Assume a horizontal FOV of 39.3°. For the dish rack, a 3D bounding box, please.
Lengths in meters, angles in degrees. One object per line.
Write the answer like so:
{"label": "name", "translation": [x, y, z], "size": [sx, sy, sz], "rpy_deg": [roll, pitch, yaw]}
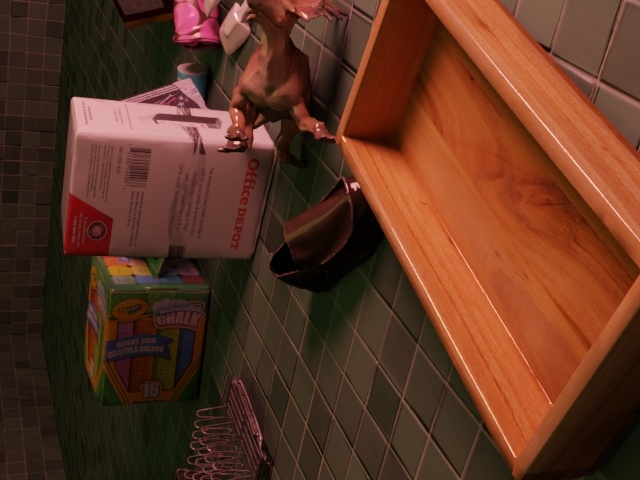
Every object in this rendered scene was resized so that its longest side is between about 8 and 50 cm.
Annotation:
{"label": "dish rack", "translation": [-0.149, 0.349, 1.346], "size": [0.208, 0.074, 0.271], "rpy_deg": [-123, 40, -51]}

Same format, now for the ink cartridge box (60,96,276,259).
{"label": "ink cartridge box", "translation": [-0.220, -0.083, 1.276], "size": [0.114, 0.273, 0.196], "rpy_deg": [-116, 35, -52]}

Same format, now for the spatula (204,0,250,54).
{"label": "spatula", "translation": [-0.125, -0.401, 1.324], "size": [0.242, 0.019, 0.168], "rpy_deg": [-37, 75, 54]}

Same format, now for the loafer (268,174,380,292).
{"label": "loafer", "translation": [0.000, 0.000, 1.003], "size": [0.220, 0.079, 0.080], "rpy_deg": [124, 140, -52]}

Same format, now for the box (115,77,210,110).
{"label": "box", "translation": [-0.278, -0.132, 1.509], "size": [0.142, 0.163, 0.247], "rpy_deg": [58, 148, 10]}

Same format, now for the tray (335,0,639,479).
{"label": "tray", "translation": [0.133, -0.042, 0.708], "size": [0.410, 0.076, 0.202], "rpy_deg": [-115, 35, -43]}

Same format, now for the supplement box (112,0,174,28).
{"label": "supplement box", "translation": [-0.326, -0.527, 1.610], "size": [0.194, 0.129, 0.191], "rpy_deg": [74, -175, -65]}

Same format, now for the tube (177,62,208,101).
{"label": "tube", "translation": [-0.232, -0.209, 1.589], "size": [0.080, 0.052, 0.207], "rpy_deg": [-118, 30, -51]}

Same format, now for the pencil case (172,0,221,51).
{"label": "pencil case", "translation": [-0.209, -0.417, 1.482], "size": [0.098, 0.095, 0.209], "rpy_deg": [169, 98, -67]}

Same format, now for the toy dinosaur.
{"label": "toy dinosaur", "translation": [-0.048, -0.205, 1.082], "size": [0.296, 0.127, 0.200], "rpy_deg": [149, 127, -77]}

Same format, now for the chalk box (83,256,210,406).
{"label": "chalk box", "translation": [-0.309, 0.122, 1.587], "size": [0.180, 0.179, 0.288], "rpy_deg": [-138, 53, -60]}
